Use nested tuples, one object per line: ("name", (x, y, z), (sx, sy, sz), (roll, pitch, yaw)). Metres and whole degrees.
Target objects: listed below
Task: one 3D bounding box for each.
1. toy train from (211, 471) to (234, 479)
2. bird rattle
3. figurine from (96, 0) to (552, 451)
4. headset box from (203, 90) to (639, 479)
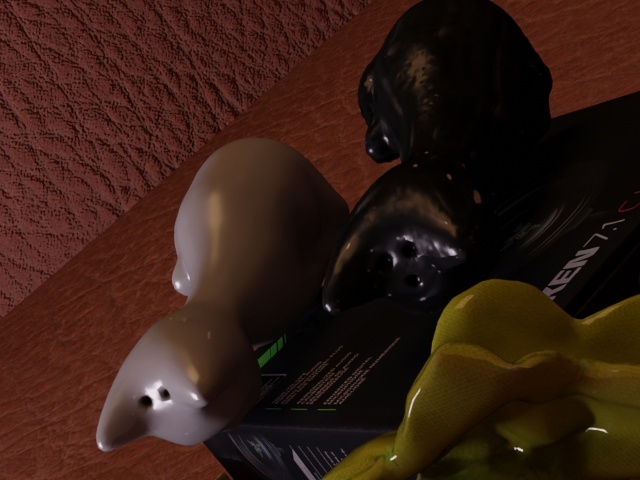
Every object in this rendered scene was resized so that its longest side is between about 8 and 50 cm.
("toy train", (-0.073, 0.178, 0.915), (0.158, 0.027, 0.036), (-41, 2, -10))
("bird rattle", (0.039, 0.135, 0.379), (0.253, 0.207, 0.143), (-51, -24, 22))
("figurine", (0.000, 0.000, 0.616), (0.215, 0.092, 0.209), (-33, 17, 26))
("headset box", (0.101, 0.051, 0.639), (0.246, 0.131, 0.283), (-43, 13, -23))
